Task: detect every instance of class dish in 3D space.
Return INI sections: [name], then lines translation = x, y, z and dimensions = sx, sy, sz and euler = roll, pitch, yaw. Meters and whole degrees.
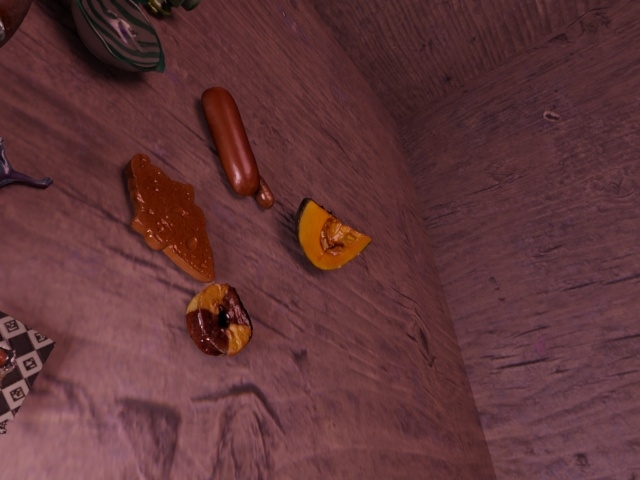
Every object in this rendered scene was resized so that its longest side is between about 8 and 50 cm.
[dish]
translation = -0.425, -0.434, 0.842
dimensions = 0.224, 0.078, 0.246
euler = 37, 38, -49

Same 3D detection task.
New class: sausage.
[sausage]
translation = -0.228, -0.255, 1.050
dimensions = 0.089, 0.083, 0.300
euler = -7, 74, -68

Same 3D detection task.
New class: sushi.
[sushi]
translation = -0.391, 0.140, 0.469
dimensions = 0.126, 0.026, 0.120
euler = 51, 26, -34

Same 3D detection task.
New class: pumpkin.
[pumpkin]
translation = 0.000, 0.000, 1.243
dimensions = 0.312, 0.148, 0.169
euler = 28, 82, -39

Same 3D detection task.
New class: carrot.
[carrot]
translation = -0.188, -0.181, 1.112
dimensions = 0.216, 0.048, 0.048
euler = 60, 26, 0

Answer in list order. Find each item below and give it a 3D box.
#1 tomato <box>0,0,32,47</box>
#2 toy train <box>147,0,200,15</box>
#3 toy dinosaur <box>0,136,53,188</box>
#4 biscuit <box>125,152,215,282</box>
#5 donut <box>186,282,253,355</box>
[tomato]
translation = -0.467, -0.320, 0.416
dimensions = 0.282, 0.317, 0.316
euler = 42, 30, -8
[toy train]
translation = -0.418, -0.710, 1.030
dimensions = 0.272, 0.159, 0.188
euler = 38, 27, -43
[toy dinosaur]
translation = -0.450, -0.100, 0.547
dimensions = 0.080, 0.045, 0.197
euler = 71, 17, 6
[biscuit]
translation = -0.287, -0.038, 0.801
dimensions = 0.280, 0.043, 0.183
euler = 64, 29, -12
[donut]
translation = -0.193, 0.154, 0.783
dimensions = 0.140, 0.059, 0.140
euler = 43, 34, -38
